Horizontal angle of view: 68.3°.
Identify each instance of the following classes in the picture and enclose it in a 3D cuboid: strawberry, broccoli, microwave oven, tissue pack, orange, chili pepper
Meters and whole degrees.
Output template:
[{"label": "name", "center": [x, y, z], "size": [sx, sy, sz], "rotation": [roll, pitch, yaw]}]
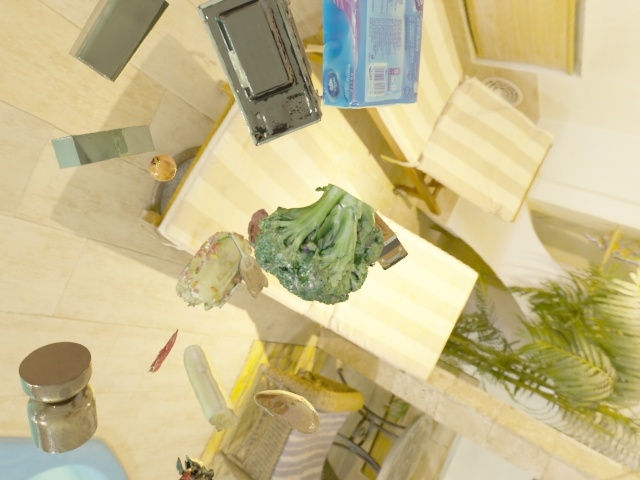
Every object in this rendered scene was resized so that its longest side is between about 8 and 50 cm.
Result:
[{"label": "strawberry", "center": [-0.216, 0.574, 0.974], "size": [0.106, 0.286, 0.188], "rotation": [-55, 151, -10]}, {"label": "broccoli", "center": [0.000, 0.000, 0.968], "size": [0.294, 0.265, 0.245], "rotation": [11, 118, -54]}, {"label": "microwave oven", "center": [-0.141, -0.473, 1.254], "size": [0.218, 0.286, 0.355], "rotation": [-21, 113, 1]}, {"label": "tissue pack", "center": [0.108, -0.425, 1.015], "size": [0.198, 0.146, 0.264], "rotation": [-15, 114, -32]}, {"label": "orange", "center": [-0.475, -0.218, 1.421], "size": [0.083, 0.083, 0.084], "rotation": [-33, 135, -40]}, {"label": "chili pepper", "center": [-0.479, 0.343, 1.455], "size": [0.027, 0.045, 0.178], "rotation": [31, 95, -16]}]

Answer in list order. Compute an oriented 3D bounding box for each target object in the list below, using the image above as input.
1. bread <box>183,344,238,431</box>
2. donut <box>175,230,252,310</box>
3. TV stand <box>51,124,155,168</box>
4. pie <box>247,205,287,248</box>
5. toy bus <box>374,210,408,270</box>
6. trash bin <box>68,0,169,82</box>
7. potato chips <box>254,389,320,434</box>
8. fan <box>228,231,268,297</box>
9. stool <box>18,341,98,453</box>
[{"label": "bread", "center": [-0.256, 0.337, 1.083], "size": [0.060, 0.178, 0.139], "rotation": [-27, 147, -12]}, {"label": "donut", "center": [-0.380, 0.100, 1.694], "size": [0.150, 0.371, 0.307], "rotation": [40, 70, -19]}, {"label": "TV stand", "center": [-0.594, -0.264, 1.313], "size": [0.269, 0.088, 0.083], "rotation": [-40, 124, -60]}, {"label": "pie", "center": [-0.205, -0.044, 1.919], "size": [0.218, 0.054, 0.205], "rotation": [7, 101, -47]}, {"label": "toy bus", "center": [0.183, -0.005, 1.458], "size": [0.098, 0.201, 0.114], "rotation": [-34, 116, 4]}, {"label": "trash bin", "center": [-0.508, -0.530, 1.180], "size": [0.122, 0.164, 0.241], "rotation": [33, 89, -39]}, {"label": "potato chips", "center": [-0.075, 0.429, 1.223], "size": [0.208, 0.195, 0.062], "rotation": [33, 78, -44]}, {"label": "fan", "center": [-0.239, 0.072, 1.533], "size": [0.227, 0.008, 0.152], "rotation": [63, 20, -8]}, {"label": "stool", "center": [-0.745, 0.450, 1.356], "size": [0.179, 0.179, 0.264], "rotation": [-23, 131, -47]}]
